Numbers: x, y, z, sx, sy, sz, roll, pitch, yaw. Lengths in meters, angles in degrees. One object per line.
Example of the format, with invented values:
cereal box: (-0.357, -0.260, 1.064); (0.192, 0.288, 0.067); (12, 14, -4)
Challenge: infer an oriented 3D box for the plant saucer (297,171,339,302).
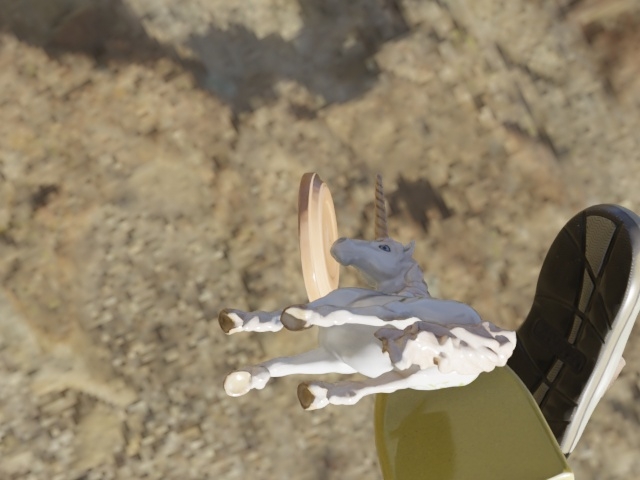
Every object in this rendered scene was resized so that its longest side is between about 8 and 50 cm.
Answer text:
plant saucer: (0.000, 0.000, 1.083); (0.083, 0.013, 0.083); (-4, 90, -81)

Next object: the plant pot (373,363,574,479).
plant pot: (0.064, 0.096, 0.817); (0.081, 0.081, 0.083); (77, -5, -61)

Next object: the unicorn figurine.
unicorn figurine: (0.018, 0.032, 0.703); (0.111, 0.162, 0.060); (-10, 114, -30)

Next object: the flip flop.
flip flop: (0.199, 0.084, 1.419); (0.080, 0.277, 0.112); (-12, 46, -41)
